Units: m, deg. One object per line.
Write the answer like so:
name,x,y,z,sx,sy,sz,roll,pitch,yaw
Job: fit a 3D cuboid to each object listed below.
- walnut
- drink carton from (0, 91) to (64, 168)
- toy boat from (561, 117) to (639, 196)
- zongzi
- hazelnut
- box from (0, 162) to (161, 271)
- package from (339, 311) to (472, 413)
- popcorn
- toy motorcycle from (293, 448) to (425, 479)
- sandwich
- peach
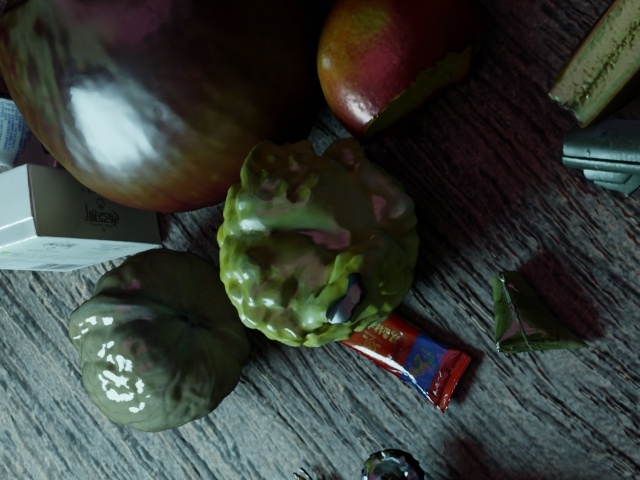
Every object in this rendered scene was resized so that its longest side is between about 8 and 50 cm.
walnut,-0.219,0.135,1.998,0.248,0.248,0.248,-1,89,34
drink carton,-0.459,-0.163,2.220,0.315,0.130,0.106,14,99,32
toy boat,0.401,-0.089,1.671,0.260,0.078,0.085,8,118,35
zongzi,0.264,0.082,1.779,0.113,0.052,0.104,-6,80,21
hazelnut,-0.198,-0.222,1.915,0.429,0.402,0.402,-5,87,30
box,-0.383,-0.026,2.089,0.194,0.260,0.111,-15,77,32
package,0.102,0.137,1.900,0.200,0.022,0.083,33,107,32
popcorn,0.004,0.002,1.836,0.293,0.237,0.293,-8,77,36
toy motorcycle,0.099,0.372,1.835,0.401,0.134,0.207,28,98,30
sandwich,0.367,-0.238,1.691,0.090,0.088,0.244,44,109,17
peach,0.099,-0.223,1.805,0.190,0.196,0.226,-7,69,57
